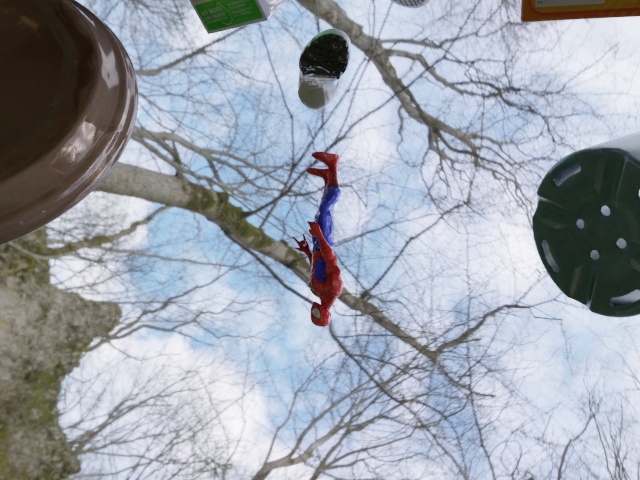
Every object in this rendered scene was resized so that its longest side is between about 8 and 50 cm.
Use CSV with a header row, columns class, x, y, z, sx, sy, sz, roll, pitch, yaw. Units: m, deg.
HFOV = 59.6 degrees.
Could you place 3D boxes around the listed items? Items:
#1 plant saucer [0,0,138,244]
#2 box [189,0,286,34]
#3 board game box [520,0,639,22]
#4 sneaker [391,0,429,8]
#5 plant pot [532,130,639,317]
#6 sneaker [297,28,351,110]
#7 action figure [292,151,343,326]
class,x,y,z,sx,sy,sz,roll,pitch,yaw
plant saucer,-0.287,-0.117,0.434,0.278,0.041,0.278,3,-117,-6
box,-0.112,-0.471,0.797,0.127,0.231,0.262,3,-134,34
board game box,0.409,-0.448,0.526,0.356,0.356,0.356,9,-50,27
sneaker,0.216,-0.549,0.982,0.150,0.135,0.366,-71,-161,-3
plant pot,0.545,-0.042,0.875,0.334,0.341,0.341,-12,-108,-22
sneaker,0.007,-0.312,0.989,0.085,0.237,0.086,22,-103,-5
action figure,0.000,0.000,0.369,0.030,0.038,0.115,3,-111,-15
